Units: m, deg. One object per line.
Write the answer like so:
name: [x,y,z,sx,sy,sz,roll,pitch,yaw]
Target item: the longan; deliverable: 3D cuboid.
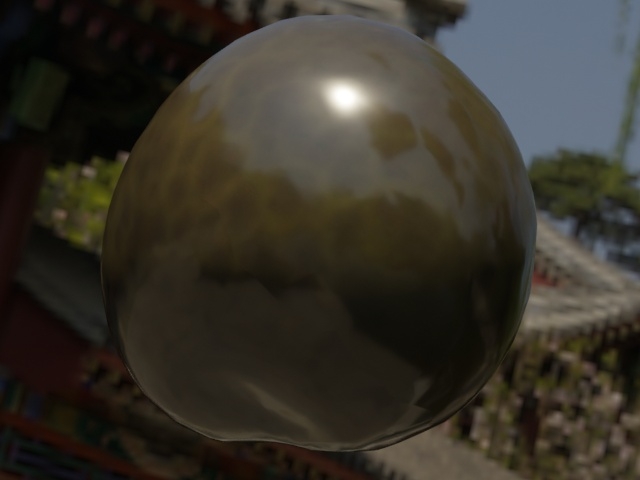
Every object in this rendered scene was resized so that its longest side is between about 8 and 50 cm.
longan: [0.000,0.000,0.865,0.198,0.198,0.212,22,-31,-26]
